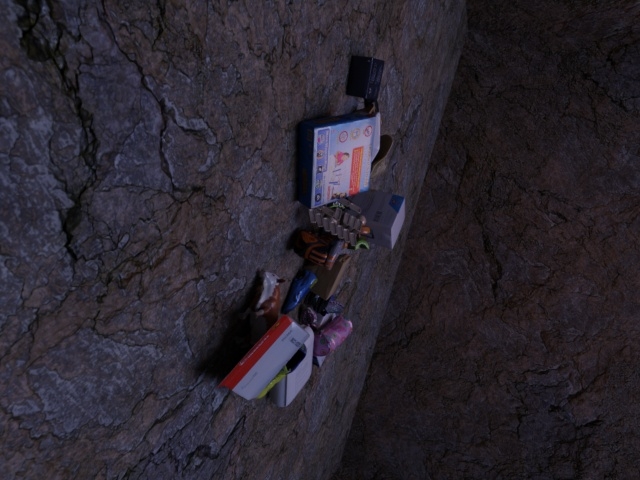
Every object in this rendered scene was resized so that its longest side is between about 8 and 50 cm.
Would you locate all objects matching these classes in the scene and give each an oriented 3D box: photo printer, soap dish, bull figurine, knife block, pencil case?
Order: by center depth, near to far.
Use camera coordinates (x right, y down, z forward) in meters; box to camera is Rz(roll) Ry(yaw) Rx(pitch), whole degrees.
[{"bbox_3d":[-0.210,0.263,1.514,0.188,0.101,0.311,-31,133,-55],"label":"bull figurine"},{"bbox_3d":[0.160,-0.419,1.876,0.291,0.118,0.229,-56,153,-35],"label":"soap dish"},{"bbox_3d":[0.034,0.199,1.880,0.088,0.275,0.242,-38,110,-56],"label":"knife block"},{"bbox_3d":[-0.126,0.541,1.909,0.256,0.107,0.308,-40,141,-53],"label":"photo printer"},{"bbox_3d":[0.054,0.461,2.100,0.284,0.124,0.124,-21,125,-60],"label":"pencil case"}]

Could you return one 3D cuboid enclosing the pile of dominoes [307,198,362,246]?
[{"bbox_3d":[0.052,-0.097,1.718,0.040,0.251,0.196,-39,-151,50],"label":"pile of dominoes"}]

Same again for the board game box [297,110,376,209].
[{"bbox_3d":[0.061,-0.306,1.614,0.301,0.086,0.309,-21,129,-35],"label":"board game box"}]

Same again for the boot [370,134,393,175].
[{"bbox_3d":[0.293,-0.414,2.168,0.262,0.095,0.203,-58,165,22],"label":"boot"}]

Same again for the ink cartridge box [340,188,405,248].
[{"bbox_3d":[0.260,-0.119,2.135,0.198,0.269,0.197,-63,158,-24],"label":"ink cartridge box"}]

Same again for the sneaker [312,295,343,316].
[{"bbox_3d":[0.031,0.333,2.071,0.223,0.083,0.098,32,44,-40],"label":"sneaker"}]

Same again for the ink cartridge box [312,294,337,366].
[{"bbox_3d":[0.028,0.454,2.272,0.330,0.071,0.324,-58,153,-31],"label":"ink cartridge box"}]

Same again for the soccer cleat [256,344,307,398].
[{"bbox_3d":[-0.168,0.508,1.682,0.289,0.093,0.121,-45,-163,-7],"label":"soccer cleat"}]

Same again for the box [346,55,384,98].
[{"bbox_3d":[0.188,-0.676,1.786,0.158,0.093,0.156,-33,136,-60],"label":"box"}]

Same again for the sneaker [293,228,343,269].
[{"bbox_3d":[0.000,0.000,1.736,0.321,0.179,0.125,-50,161,-71],"label":"sneaker"}]

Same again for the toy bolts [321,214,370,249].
[{"bbox_3d":[0.091,-0.042,1.983,0.228,0.218,0.159,-1,95,-34],"label":"toy bolts"}]

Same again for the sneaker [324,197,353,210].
[{"bbox_3d":[0.087,-0.176,1.906,0.234,0.097,0.084,1,104,-68],"label":"sneaker"}]

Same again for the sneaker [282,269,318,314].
[{"bbox_3d":[-0.101,0.216,1.808,0.209,0.082,0.069,-50,-178,-10],"label":"sneaker"}]

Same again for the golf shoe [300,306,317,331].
[{"bbox_3d":[-0.056,0.354,2.018,0.186,0.067,0.086,79,10,-51],"label":"golf shoe"}]

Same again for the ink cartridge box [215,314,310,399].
[{"bbox_3d":[-0.177,0.405,1.468,0.308,0.091,0.385,-47,169,-9],"label":"ink cartridge box"}]

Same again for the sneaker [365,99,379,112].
[{"bbox_3d":[0.247,-0.610,2.003,0.170,0.051,0.089,19,68,-69],"label":"sneaker"}]
